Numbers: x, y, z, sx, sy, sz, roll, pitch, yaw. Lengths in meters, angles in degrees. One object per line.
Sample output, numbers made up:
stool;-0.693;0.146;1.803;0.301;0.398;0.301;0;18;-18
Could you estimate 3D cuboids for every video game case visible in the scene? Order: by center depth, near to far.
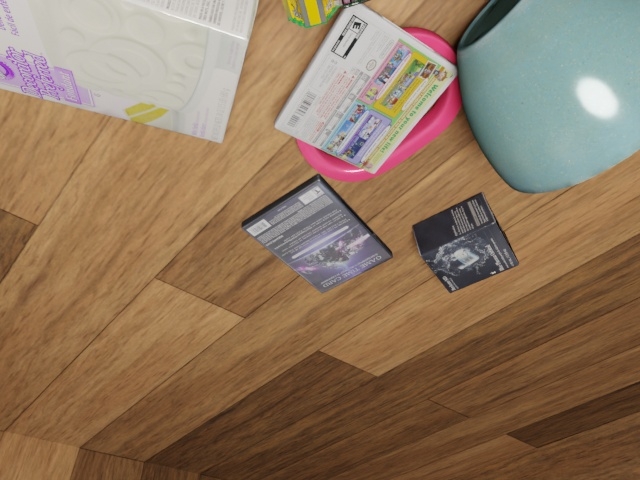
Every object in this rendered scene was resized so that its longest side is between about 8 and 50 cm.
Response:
video game case;0.064;-0.213;0.678;0.193;0.023;0.212;20;130;-26
video game case;0.000;0.000;0.957;0.196;0.026;0.274;-29;131;23

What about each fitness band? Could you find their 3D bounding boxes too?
fitness band;0.089;-0.212;0.739;0.291;0.054;0.209;-33;131;26

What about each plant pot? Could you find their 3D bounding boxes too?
plant pot;0.296;-0.234;0.593;0.195;0.290;0.290;37;123;-15

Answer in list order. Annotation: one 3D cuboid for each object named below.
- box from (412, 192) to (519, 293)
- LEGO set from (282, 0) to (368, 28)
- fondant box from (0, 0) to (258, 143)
box;0.300;0.010;0.945;0.158;0.093;0.156;-27;131;22
LEGO set;0.068;-0.376;0.427;0.331;0.254;0.192;-4;159;10
fondant box;-0.264;-0.254;0.569;0.330;0.096;0.238;12;159;-15
